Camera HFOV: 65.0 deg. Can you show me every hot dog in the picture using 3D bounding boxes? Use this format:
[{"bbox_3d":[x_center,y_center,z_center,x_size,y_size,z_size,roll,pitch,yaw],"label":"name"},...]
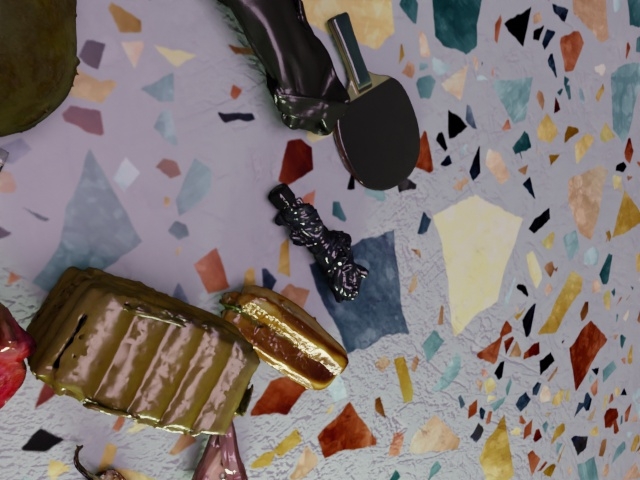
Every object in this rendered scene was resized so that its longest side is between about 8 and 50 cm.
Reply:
[{"bbox_3d":[-0.057,0.146,0.786,0.250,0.076,0.104,39,96,-27],"label":"hot dog"}]

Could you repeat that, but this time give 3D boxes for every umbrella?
[{"bbox_3d":[0.002,-0.002,0.803,0.224,0.071,0.080,51,43,-22],"label":"umbrella"}]

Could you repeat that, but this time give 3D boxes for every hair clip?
[{"bbox_3d":[-0.130,0.338,0.747,0.102,0.123,0.138,21,90,-12],"label":"hair clip"}]

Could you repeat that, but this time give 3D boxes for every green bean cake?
[{"bbox_3d":[-0.207,0.124,0.597,0.230,0.224,0.131,32,77,-34],"label":"green bean cake"}]

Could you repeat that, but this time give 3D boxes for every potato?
[{"bbox_3d":[-0.344,-0.245,0.484,0.210,0.173,0.307,2,99,-29],"label":"potato"}]

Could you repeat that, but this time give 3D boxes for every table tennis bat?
[{"bbox_3d":[0.082,-0.225,0.843,0.173,0.022,0.301,-36,116,-22],"label":"table tennis bat"}]

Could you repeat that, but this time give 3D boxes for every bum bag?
[{"bbox_3d":[-0.065,-0.294,0.713,0.142,0.080,0.326,-39,112,-30],"label":"bum bag"}]

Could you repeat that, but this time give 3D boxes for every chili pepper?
[{"bbox_3d":[-0.273,0.387,0.701,0.050,0.059,0.268,-19,115,11],"label":"chili pepper"}]

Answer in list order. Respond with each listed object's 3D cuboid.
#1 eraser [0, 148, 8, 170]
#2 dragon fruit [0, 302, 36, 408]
[{"bbox_3d":[-0.390,-0.062,0.573,0.027,0.019,0.099,28,83,-32],"label":"eraser"},{"bbox_3d":[-0.457,0.106,0.394,0.386,0.371,0.249,-30,79,-19],"label":"dragon fruit"}]
